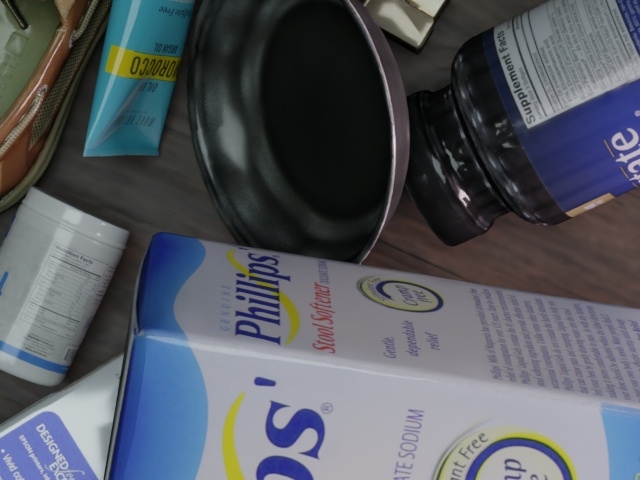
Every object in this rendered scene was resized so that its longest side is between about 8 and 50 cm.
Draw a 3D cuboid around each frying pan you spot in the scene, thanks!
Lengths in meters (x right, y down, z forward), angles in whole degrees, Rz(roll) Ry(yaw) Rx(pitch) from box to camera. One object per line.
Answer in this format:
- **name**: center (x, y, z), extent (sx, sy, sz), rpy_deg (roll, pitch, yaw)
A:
- **frying pan**: center (0.013, -0.015, 1.147), extent (0.053, 0.197, 0.326), rpy_deg (-14, 73, -37)

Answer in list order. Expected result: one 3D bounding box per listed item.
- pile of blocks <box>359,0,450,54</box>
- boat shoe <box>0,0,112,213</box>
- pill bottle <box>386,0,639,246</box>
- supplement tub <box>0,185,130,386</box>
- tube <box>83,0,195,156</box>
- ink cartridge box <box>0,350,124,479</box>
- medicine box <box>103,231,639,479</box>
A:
- **pile of blocks**: center (0.019, -0.294, 1.181), extent (0.149, 0.112, 0.362), rpy_deg (-19, 89, 3)
- **boat shoe**: center (-0.172, -0.166, 1.186), extent (0.122, 0.120, 0.324), rpy_deg (17, 91, 3)
- **pill bottle**: center (0.153, -0.083, 1.156), extent (0.219, 0.123, 0.123), rpy_deg (-26, 88, 16)
- **supplement tub**: center (-0.168, 0.028, 1.209), extent (0.071, 0.071, 0.107), rpy_deg (24, 90, 4)
- **tube**: center (-0.098, -0.150, 1.185), extent (0.052, 0.080, 0.207), rpy_deg (19, 101, 32)
- **ink cartridge box**: center (-0.219, 0.231, 1.192), extent (0.371, 0.069, 0.176), rpy_deg (-32, 88, -8)
- **medicine box**: center (0.024, 0.160, 1.077), extent (0.289, 0.149, 0.263), rpy_deg (9, 109, -6)
